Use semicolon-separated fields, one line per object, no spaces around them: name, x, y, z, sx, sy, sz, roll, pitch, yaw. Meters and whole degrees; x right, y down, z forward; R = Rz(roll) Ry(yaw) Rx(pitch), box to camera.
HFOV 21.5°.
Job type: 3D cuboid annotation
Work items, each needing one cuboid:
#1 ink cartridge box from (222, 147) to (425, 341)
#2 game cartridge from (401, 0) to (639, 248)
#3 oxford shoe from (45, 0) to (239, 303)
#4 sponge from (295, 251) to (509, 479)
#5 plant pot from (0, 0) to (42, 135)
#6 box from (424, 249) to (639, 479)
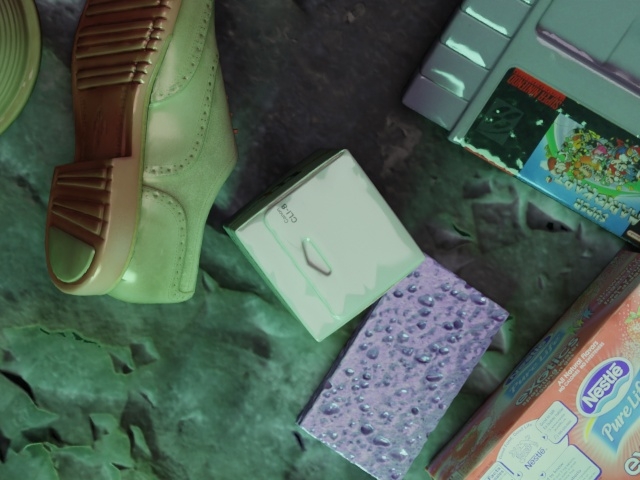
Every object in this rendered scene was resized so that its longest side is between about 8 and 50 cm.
ink cartridge box;0.000;0.000;1.554;0.127;0.176;0.128;-37;97;-3
game cartridge;0.280;-0.133;1.598;0.355;0.068;0.230;29;110;-7
oxford shoe;-0.146;-0.134;1.574;0.146;0.140;0.397;16;87;-38
sponge;0.080;0.124;1.645;0.117;0.031;0.210;33;89;-8
plant pot;-0.374;-0.184;1.534;0.237;0.110;0.237;0;94;-8
box;0.259;0.168;1.612;0.154;0.142;0.300;42;88;-7
